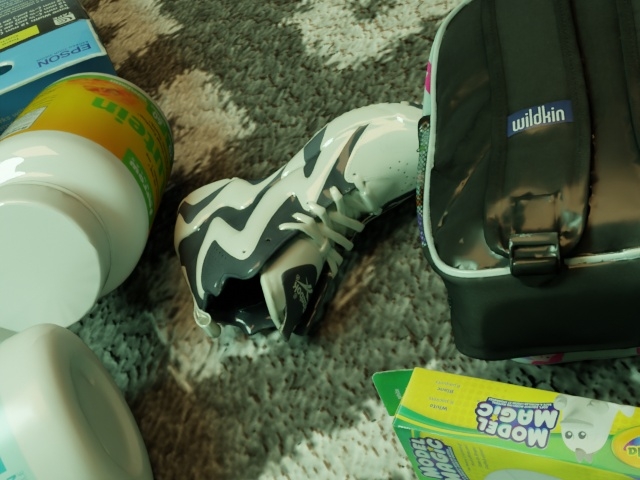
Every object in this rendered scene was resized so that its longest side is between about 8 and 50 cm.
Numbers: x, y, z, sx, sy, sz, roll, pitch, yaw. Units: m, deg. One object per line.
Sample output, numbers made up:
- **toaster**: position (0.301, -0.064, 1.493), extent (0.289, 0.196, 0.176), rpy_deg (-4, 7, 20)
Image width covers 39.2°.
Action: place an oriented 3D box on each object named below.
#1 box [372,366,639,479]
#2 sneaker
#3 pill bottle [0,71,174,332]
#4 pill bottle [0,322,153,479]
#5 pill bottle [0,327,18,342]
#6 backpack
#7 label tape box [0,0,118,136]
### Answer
- **box**: position (0.115, 0.120, 0.475), extent (0.179, 0.105, 0.043), rpy_deg (7, 52, 32)
- **sneaker**: position (0.000, 0.000, 0.654), extent (0.235, 0.094, 0.153), rpy_deg (-18, 45, 10)
- **pill bottle**: position (-0.196, -0.034, 0.699), extent (0.136, 0.136, 0.245), rpy_deg (-19, 25, 8)
- **pill bottle**: position (-0.252, 0.173, 0.571), extent (0.264, 0.146, 0.146), rpy_deg (-29, 43, -1)
- **pill bottle**: position (-0.335, 0.025, 0.772), extent (0.117, 0.117, 0.208), rpy_deg (-41, 46, -14)
- **backpack**: position (0.176, -0.055, 0.546), extent (0.225, 0.191, 0.253), rpy_deg (-9, 56, 16)
- **label tape box**: position (-0.345, -0.162, 0.920), extent (0.249, 0.115, 0.347), rpy_deg (-26, 38, -9)
